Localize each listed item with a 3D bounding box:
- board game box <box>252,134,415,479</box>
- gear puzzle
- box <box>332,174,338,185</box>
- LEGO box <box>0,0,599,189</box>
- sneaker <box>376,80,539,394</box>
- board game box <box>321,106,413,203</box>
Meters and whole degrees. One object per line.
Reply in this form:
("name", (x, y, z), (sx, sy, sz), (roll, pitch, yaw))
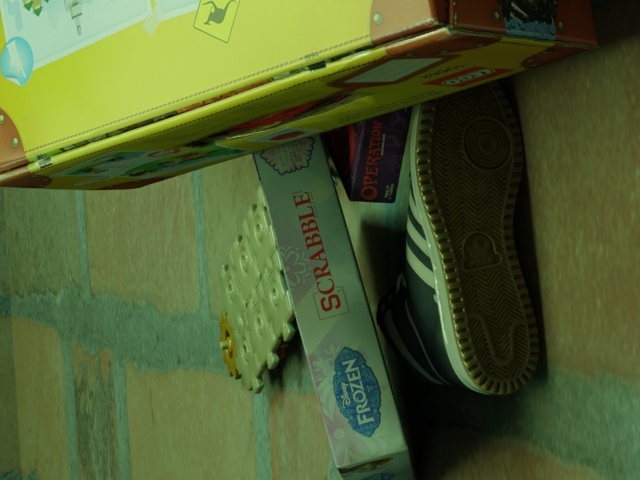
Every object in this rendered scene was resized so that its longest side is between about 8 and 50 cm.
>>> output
("board game box", (0.015, 0.073, 1.719), (0.318, 0.066, 0.318), (72, -177, -74))
("gear puzzle", (-0.069, 0.082, 2.187), (0.339, 0.044, 0.175), (119, 140, -60))
("box", (-0.071, -0.142, 1.947), (0.225, 0.036, 0.136), (51, 176, -13))
("LEGO box", (-0.065, -0.271, 1.482), (0.500, 0.193, 0.372), (-14, 82, 40))
("sneaker", (0.107, -0.006, 1.612), (0.153, 0.099, 0.282), (163, 101, -69))
("board game box", (0.027, -0.206, 1.705), (0.347, 0.056, 0.208), (-111, 23, -58))
